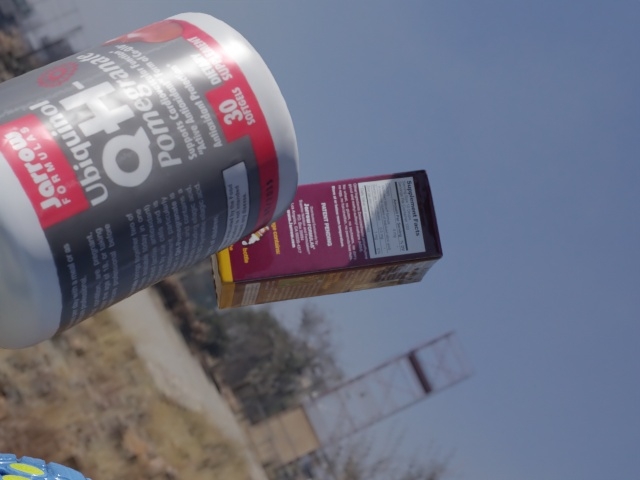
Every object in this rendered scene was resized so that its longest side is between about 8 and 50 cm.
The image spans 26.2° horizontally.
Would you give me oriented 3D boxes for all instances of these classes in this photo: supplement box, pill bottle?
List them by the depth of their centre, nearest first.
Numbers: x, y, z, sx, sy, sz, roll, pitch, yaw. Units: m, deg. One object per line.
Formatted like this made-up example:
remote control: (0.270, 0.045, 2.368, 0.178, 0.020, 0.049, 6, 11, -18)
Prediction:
pill bottle: (-0.186, -0.031, 0.968, 0.176, 0.318, 0.176, 35, -40, 36)
supplement box: (0.000, 0.000, 1.183, 0.104, 0.188, 0.081, 113, -32, -75)

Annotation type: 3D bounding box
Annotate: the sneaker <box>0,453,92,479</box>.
sneaker: (-0.205, 0.171, 0.823, 0.067, 0.188, 0.078, -86, -177, -81)
